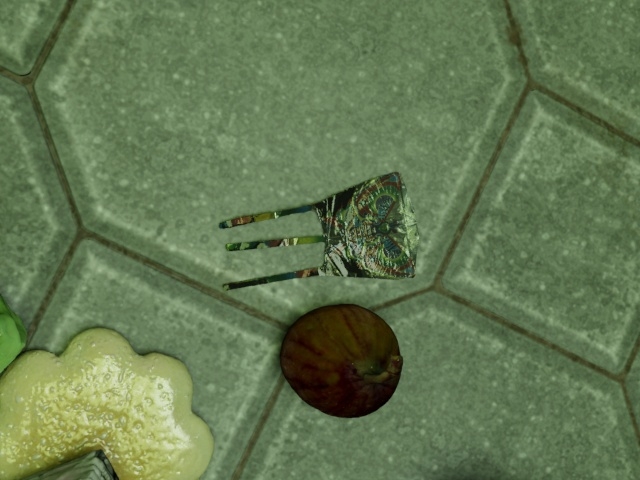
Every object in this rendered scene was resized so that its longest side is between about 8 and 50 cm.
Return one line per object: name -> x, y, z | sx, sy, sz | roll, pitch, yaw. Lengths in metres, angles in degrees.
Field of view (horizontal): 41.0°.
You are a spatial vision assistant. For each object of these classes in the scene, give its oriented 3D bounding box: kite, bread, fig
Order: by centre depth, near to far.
bread -> -0.290, 0.269, 1.108 | 0.316, 0.054, 0.316 | 0, 93, -9
fig -> 0.043, 0.169, 1.121 | 0.149, 0.202, 0.148 | 24, 102, -46
kite -> 0.000, 0.000, 1.179 | 0.285, 0.015, 0.152 | -10, 93, -11

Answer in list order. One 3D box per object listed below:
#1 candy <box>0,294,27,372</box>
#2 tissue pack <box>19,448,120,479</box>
candy -> -0.507, 0.190, 1.021 | 0.343, 0.132, 0.142 | -48, 115, -7
tissue pack -> -0.311, 0.460, 1.042 | 0.259, 0.122, 0.361 | -22, 106, 0
